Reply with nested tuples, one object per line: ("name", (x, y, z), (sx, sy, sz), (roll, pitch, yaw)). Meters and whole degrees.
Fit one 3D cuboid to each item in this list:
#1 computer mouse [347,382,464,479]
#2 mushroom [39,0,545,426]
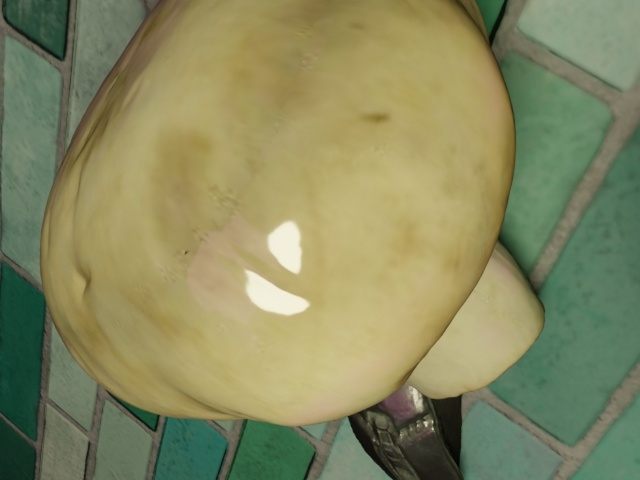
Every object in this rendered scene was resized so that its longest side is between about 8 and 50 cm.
("computer mouse", (0.072, 0.158, 0.808), (0.106, 0.062, 0.192), (4, 117, 39))
("mushroom", (-0.022, -0.012, 0.589), (0.353, 0.325, 0.353), (6, 108, 20))
